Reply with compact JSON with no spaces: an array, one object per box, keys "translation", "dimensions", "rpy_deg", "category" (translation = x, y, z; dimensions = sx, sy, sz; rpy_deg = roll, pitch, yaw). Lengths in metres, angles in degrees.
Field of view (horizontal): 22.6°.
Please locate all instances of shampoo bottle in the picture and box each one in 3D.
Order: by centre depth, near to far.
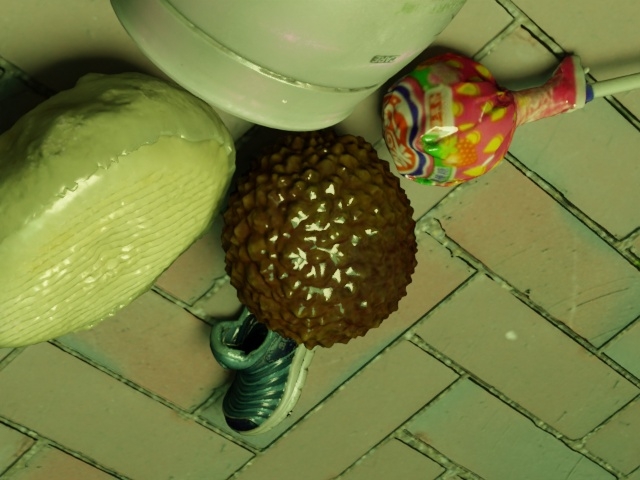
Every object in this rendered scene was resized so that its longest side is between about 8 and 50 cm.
[{"translation":[-0.011,-0.244,1.210],"dimensions":[0.273,0.273,0.266],"rpy_deg":[12,130,-28],"category":"shampoo bottle"}]

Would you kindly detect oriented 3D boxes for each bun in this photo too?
[{"translation":[-0.216,-0.035,1.389],"dimensions":[0.287,0.146,0.287],"rpy_deg":[-37,159,-17],"category":"bun"}]

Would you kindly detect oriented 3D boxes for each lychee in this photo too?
[{"translation":[0.000,0.000,1.482],"dimensions":[0.200,0.200,0.238],"rpy_deg":[-29,158,7],"category":"lychee"}]

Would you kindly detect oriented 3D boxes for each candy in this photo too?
[{"translation":[0.233,-0.136,1.505],"dimensions":[0.365,0.124,0.124],"rpy_deg":[-14,133,-12],"category":"candy"}]

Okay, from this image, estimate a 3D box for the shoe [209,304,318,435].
[{"translation":[-0.064,0.107,1.625],"dimensions":[0.106,0.091,0.207],"rpy_deg":[7,121,-22],"category":"shoe"}]
